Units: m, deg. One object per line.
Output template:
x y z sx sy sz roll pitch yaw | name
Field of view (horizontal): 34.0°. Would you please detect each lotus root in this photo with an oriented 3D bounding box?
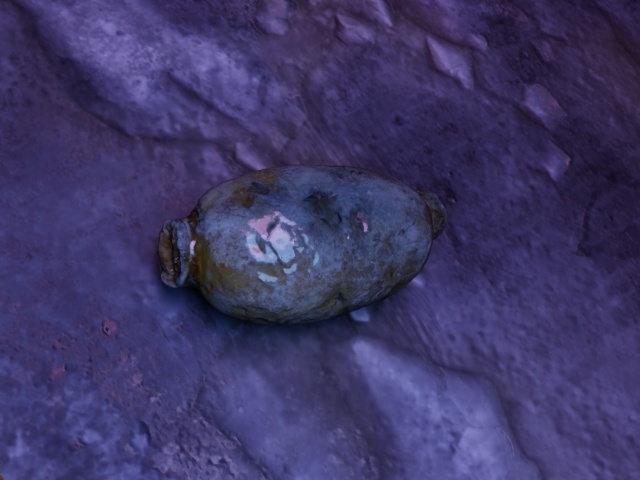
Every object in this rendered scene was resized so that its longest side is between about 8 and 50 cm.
0.001 0.000 1.159 0.350 0.175 0.175 -10 66 -25 | lotus root

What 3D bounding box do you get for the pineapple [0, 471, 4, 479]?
-0.359 0.217 0.894 0.158 0.161 0.334 -19 73 -27 | pineapple
